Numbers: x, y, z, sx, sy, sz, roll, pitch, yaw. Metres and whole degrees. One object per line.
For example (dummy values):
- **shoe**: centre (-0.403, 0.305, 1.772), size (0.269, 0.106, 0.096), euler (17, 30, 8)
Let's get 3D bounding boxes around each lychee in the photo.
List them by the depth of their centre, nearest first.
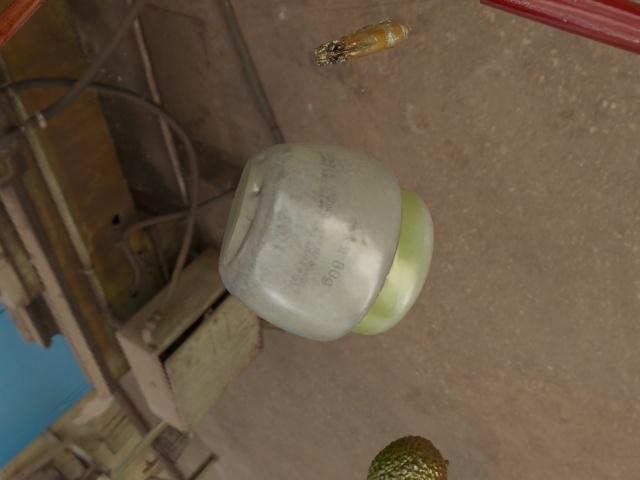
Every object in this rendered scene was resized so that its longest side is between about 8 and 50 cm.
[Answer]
- **lychee**: centre (0.139, 0.360, 1.066), size (0.114, 0.147, 0.114), euler (6, 97, 63)

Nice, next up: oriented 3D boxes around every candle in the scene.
- **candle**: centre (-0.256, -0.188, 0.577), size (0.026, 0.167, 0.021), euler (-16, 131, 34)

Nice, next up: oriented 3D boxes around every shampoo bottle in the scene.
- **shampoo bottle**: centre (0.000, 0.000, 1.143), size (0.317, 0.322, 0.322), euler (18, 154, -23)

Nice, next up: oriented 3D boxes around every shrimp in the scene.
- **shrimp**: centre (0.059, -0.311, 1.068), size (0.099, 0.180, 0.041), euler (31, 141, 43)

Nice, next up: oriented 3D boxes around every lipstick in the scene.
- **lipstick**: centre (0.370, -0.332, 0.992), size (0.280, 0.073, 0.073), euler (26, 142, 18)
